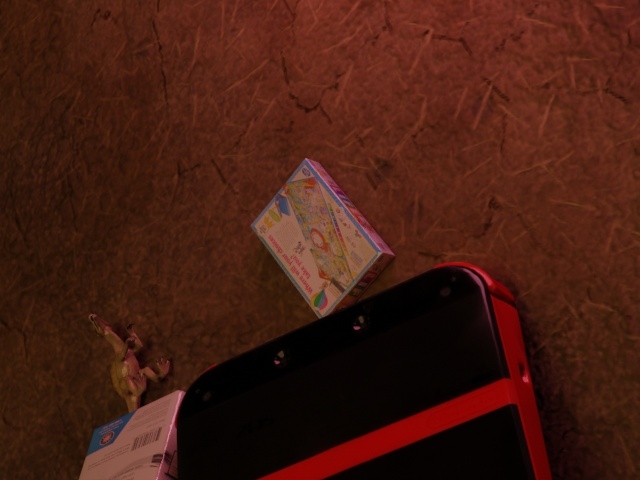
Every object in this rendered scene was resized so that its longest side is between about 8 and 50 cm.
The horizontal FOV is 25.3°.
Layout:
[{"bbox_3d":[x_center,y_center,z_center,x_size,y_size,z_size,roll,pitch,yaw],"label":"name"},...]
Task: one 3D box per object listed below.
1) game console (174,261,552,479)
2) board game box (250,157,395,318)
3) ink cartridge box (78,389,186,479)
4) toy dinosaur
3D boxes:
[{"bbox_3d":[0.027,0.213,1.365,0.386,0.060,0.342,-25,47,20],"label":"game console"},{"bbox_3d":[0.000,0.000,1.542,0.103,0.026,0.154,-49,57,18],"label":"board game box"},{"bbox_3d":[-0.196,0.274,1.542,0.139,0.082,0.191,-27,34,30],"label":"ink cartridge box"},{"bbox_3d":[-0.219,0.165,1.667,0.092,0.053,0.183,-29,72,48],"label":"toy dinosaur"}]
